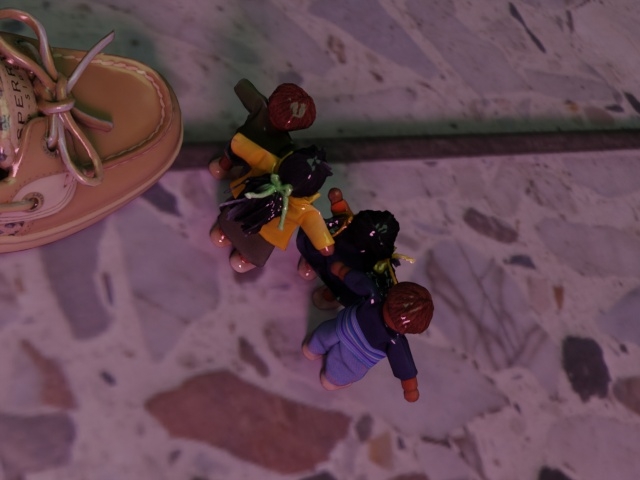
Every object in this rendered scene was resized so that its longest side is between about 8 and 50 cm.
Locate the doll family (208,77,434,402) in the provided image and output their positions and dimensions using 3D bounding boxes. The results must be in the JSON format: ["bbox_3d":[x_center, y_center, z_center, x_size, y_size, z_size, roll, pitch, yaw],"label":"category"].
[{"bbox_3d":[0.000,0.000,0.503,0.193,0.111,0.076,48,53,0],"label":"doll family"}]

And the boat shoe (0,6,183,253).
[{"bbox_3d":[-0.185,-0.049,0.436,0.285,0.089,0.105,-18,75,-35],"label":"boat shoe"}]
